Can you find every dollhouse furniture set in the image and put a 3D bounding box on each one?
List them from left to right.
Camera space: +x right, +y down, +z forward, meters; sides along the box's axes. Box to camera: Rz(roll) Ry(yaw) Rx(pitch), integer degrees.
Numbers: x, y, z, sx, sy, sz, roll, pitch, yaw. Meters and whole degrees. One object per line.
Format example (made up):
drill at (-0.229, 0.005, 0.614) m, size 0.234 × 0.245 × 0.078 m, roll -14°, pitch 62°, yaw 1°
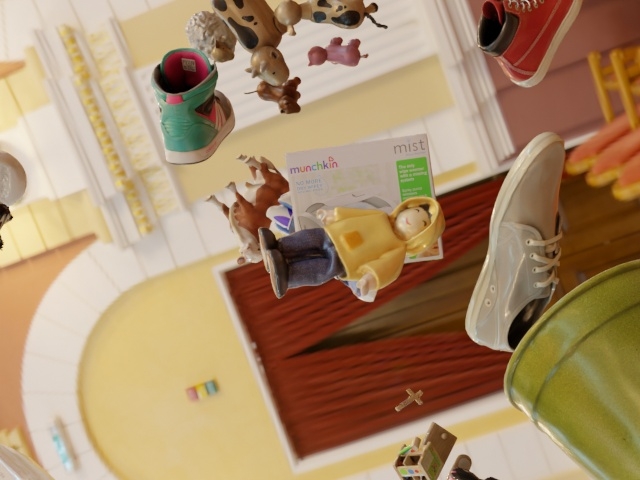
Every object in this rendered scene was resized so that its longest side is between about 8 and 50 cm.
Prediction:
dollhouse furniture set at (0.255, 0.403, 1.517) m, size 0.144 × 0.123 × 0.151 m, roll 35°, pitch 160°, yaw -12°

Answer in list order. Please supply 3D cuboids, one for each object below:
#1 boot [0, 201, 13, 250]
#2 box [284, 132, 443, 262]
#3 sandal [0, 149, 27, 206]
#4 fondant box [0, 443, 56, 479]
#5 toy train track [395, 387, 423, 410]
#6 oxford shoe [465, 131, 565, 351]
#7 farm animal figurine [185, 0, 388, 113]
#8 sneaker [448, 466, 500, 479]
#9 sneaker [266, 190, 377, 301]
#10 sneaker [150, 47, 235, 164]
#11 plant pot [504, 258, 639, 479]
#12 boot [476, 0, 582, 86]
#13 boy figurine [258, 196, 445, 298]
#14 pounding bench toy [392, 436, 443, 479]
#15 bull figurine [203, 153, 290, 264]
boot at (-0.581, -0.096, 1.390) m, size 0.094 × 0.207 × 0.246 m, roll -58°, pitch -6°, yaw -47°
box at (0.083, -0.065, 1.634) m, size 0.127 × 0.262 × 0.231 m, roll -16°, pitch -80°, yaw -84°
sandal at (-0.767, -0.103, 1.733) m, size 0.102 × 0.416 × 0.169 m, roll -82°, pitch -11°, yaw -63°
fondant box at (-0.385, 0.426, 0.981) m, size 0.238 × 0.330 × 0.096 m, roll 25°, pitch 168°, yaw 34°
toy train track at (0.204, 0.371, 2.036) m, size 0.048 × 0.083 × 0.014 m, roll 45°, pitch 143°, yaw 24°
oxford shoe at (0.384, 0.018, 1.618) m, size 0.130 × 0.169 × 0.449 m, roll 33°, pitch 125°, yaw 39°
farm animal figurine at (-0.087, -0.395, 1.683) m, size 0.327 × 0.330 × 0.172 m, roll 41°, pitch -140°, yaw -1°
sneaker at (0.223, 0.367, 1.203) m, size 0.178 × 0.077 × 0.072 m, roll 28°, pitch -173°, yaw -30°
sneaker at (0.000, -0.001, 1.830) m, size 0.322 × 0.236 × 0.130 m, roll -94°, pitch 17°, yaw -56°
sneaker at (-0.235, -0.275, 1.643) m, size 0.295 × 0.124 × 0.178 m, roll -81°, pitch -10°, yaw -62°
plant pot at (0.546, 0.278, 1.405) m, size 0.353 × 0.366 × 0.366 m, roll 56°, pitch 176°, yaw 41°
boot at (0.349, -0.402, 1.480) m, size 0.088 × 0.244 × 0.176 m, roll 19°, pitch 175°, yaw 44°
boy figurine at (0.059, 0.010, 1.319) m, size 0.092 × 0.285 × 0.177 m, roll 87°, pitch 167°, yaw -46°
pounding bench toy at (0.154, 0.366, 1.488) m, size 0.083 × 0.065 × 0.052 m, roll 60°, pitch -140°, yaw -20°
bull figurine at (-0.172, -0.084, 2.180) m, size 0.188 × 0.101 × 0.310 m, roll 52°, pitch -142°, yaw -22°
